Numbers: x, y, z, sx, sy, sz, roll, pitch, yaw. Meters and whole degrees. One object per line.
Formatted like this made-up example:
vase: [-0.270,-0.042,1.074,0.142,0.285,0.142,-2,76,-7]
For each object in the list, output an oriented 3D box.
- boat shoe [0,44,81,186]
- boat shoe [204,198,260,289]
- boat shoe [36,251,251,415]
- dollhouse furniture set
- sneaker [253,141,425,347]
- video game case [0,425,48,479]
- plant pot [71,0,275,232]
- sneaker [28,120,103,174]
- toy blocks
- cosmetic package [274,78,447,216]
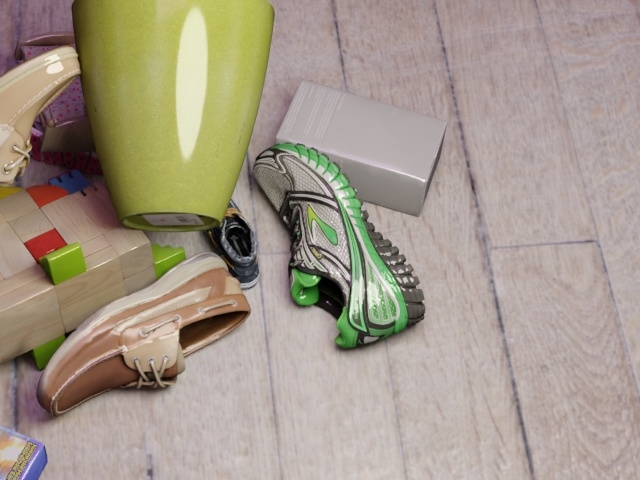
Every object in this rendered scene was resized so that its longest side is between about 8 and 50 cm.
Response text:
boat shoe: [-0.432,-0.121,1.901,0.341,0.121,0.110,-40,89,11]
boat shoe: [-0.130,-0.023,2.075,0.065,0.083,0.183,-18,59,-15]
boat shoe: [-0.231,0.138,1.941,0.324,0.123,0.116,-35,67,-22]
dollhouse furniture set: [-0.333,-0.302,2.138,0.356,0.174,0.303,-4,54,-28]
sneaker: [0.000,0.000,2.039,0.146,0.134,0.343,-27,62,-19]
video game case: [-0.516,0.334,1.822,0.244,0.061,0.269,20,57,11]
plant pot: [-0.197,-0.167,1.924,0.275,0.275,0.293,0,78,-4]
sneaker: [-0.383,-0.156,2.163,0.170,0.063,0.074,17,54,4]
toy blocks: [-0.417,0.017,1.994,0.381,0.190,0.261,-26,50,-22]
cosmetic package: [0.059,-0.139,2.158,0.238,0.107,0.127,20,57,6]
